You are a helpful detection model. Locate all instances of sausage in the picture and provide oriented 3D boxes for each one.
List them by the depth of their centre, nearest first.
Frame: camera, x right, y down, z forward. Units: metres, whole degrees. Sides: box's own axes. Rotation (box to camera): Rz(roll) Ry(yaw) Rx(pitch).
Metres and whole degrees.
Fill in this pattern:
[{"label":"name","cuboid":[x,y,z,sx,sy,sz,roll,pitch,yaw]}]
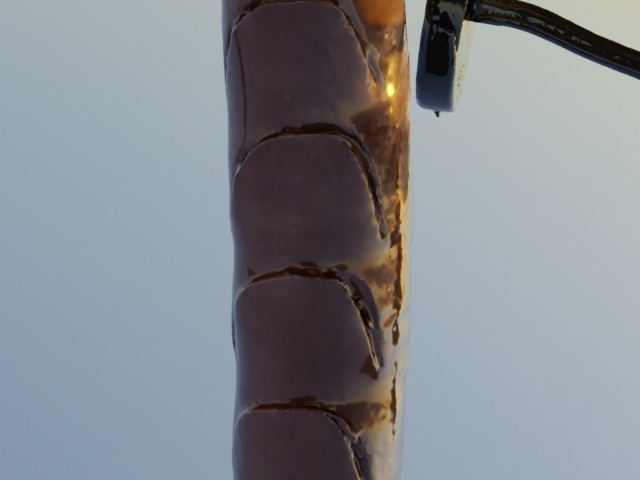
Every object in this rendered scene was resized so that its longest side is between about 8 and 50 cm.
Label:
[{"label":"sausage","cuboid":[-0.002,0.029,0.791,0.088,0.433,0.088,1,-158,0]}]

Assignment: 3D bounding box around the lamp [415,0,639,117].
[{"label":"lamp","cuboid":[0.201,-0.038,0.911,0.371,0.108,0.130,31,-162,1]}]
